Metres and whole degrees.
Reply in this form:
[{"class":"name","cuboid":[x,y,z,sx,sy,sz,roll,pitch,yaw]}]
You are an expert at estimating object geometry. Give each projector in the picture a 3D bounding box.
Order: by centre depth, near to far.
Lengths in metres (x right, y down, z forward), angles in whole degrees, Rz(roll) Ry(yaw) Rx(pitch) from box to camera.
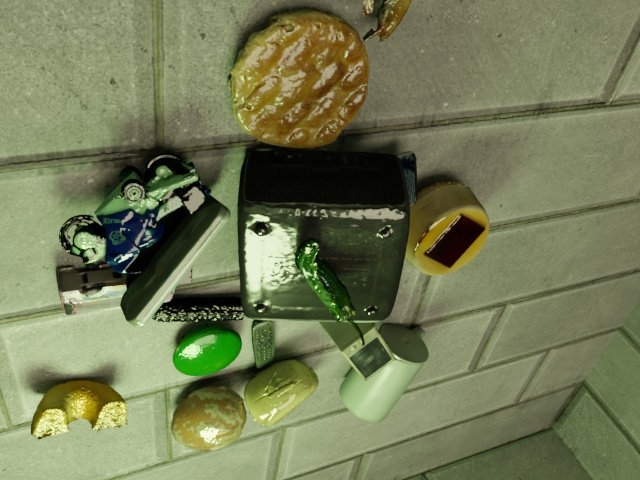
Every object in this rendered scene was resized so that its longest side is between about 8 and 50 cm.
[{"class":"projector","cuboid":[0.000,0.000,1.532,0.396,0.242,0.405,2,134,-2]}]

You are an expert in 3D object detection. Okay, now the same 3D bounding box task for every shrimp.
[{"class":"shrimp","cuboid":[0.131,-0.504,1.311,0.133,0.052,0.187,13,101,-34]}]

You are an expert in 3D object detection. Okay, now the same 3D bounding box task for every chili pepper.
[{"class":"chili pepper","cuboid":[0.021,0.103,1.399,0.065,0.122,0.278,-37,112,-11]}]

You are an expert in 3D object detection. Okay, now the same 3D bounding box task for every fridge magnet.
[{"class":"fridge magnet","cuboid":[-0.332,0.322,1.850,0.208,0.088,0.208,-16,137,-15]}]

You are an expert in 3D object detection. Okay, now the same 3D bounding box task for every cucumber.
[{"class":"cucumber","cuboid":[-0.342,0.187,1.724,0.300,0.072,0.072,3,129,-30]}]

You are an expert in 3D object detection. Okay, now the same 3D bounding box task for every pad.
[{"class":"pad","cuboid":[-0.379,-0.013,1.477,0.160,0.009,0.264,-5,110,-26]}]

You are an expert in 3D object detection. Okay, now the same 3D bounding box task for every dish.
[{"class":"dish","cuboid":[0.129,-0.147,1.661,0.243,0.080,0.181,-19,136,-9]}]

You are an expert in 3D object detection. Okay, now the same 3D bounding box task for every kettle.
[{"class":"kettle","cuboid":[0.248,0.471,2.262,0.265,0.205,0.317,7,124,-32]}]

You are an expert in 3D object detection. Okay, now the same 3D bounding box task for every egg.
[{"class":"egg","cuboid":[-0.353,0.566,1.996,0.245,0.203,0.203,-17,138,-5]}]

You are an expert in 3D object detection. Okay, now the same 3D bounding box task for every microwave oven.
[{"class":"microwave oven","cuboid":[0.114,0.309,2.029,0.145,0.194,0.240,-36,139,-2]}]

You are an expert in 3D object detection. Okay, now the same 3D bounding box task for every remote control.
[{"class":"remote control","cuboid":[-0.337,0.040,1.436,0.066,0.128,0.335,40,86,-33]},{"class":"remote control","cuboid":[-0.181,0.325,1.978,0.072,0.042,0.221,-16,136,-19]}]

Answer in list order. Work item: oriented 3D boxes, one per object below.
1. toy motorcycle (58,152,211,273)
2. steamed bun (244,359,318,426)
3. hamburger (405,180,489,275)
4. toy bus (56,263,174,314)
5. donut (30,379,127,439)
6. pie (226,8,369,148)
[{"class":"toy motorcycle","cuboid":[-0.394,-0.048,1.382,0.331,0.125,0.196,-37,121,-3]},{"class":"steamed bun","cuboid":[-0.130,0.482,2.068,0.232,0.166,0.273,-42,168,3]},{"class":"hamburger","cuboid":[0.344,-0.037,1.837,0.302,0.170,0.301,-15,132,-17]},{"class":"toy bus","cuboid":[-0.498,0.112,1.543,0.274,0.090,0.112,-5,137,-26]},{"class":"donut","cuboid":[-0.675,0.454,1.742,0.259,0.152,0.101,0,115,-38]},{"class":"pie","cuboid":[-0.042,-0.344,1.370,0.340,0.083,0.339,-15,136,-14]}]
